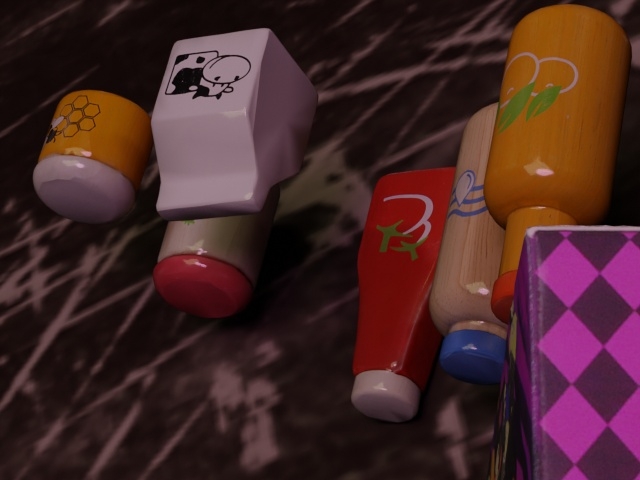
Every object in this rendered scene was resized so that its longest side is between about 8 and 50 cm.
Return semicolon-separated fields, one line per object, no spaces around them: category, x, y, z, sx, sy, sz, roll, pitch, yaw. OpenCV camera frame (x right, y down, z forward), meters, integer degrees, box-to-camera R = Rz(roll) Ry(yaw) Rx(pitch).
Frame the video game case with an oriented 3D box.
video game case;0.058;0.149;0.392;0.042;0.210;0.232;2;56;2

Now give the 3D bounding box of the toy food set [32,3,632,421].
toy food set;0.000;0.000;0.599;0.232;0.111;0.104;-4;56;28
